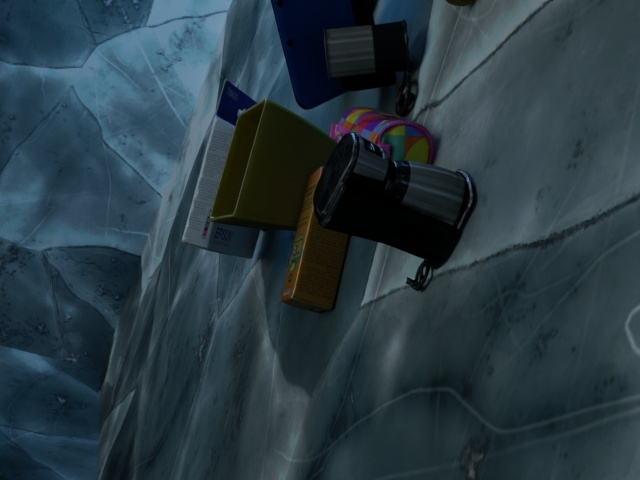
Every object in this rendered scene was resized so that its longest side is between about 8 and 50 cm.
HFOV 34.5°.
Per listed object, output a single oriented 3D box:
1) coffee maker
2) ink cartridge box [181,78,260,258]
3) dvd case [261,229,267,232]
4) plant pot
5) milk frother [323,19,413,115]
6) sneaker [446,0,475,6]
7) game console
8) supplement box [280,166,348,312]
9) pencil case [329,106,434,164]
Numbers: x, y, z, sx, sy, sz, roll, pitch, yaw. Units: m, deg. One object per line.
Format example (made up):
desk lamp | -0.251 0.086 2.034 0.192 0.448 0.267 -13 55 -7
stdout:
coffee maker | 0.084 -0.035 1.326 0.120 0.178 0.171 -154 81 -74
ink cartridge box | -0.164 -0.133 2.114 0.324 0.071 0.330 16 -90 -77
dvd case | -0.116 -0.082 2.294 0.087 0.013 0.119 -146 74 -73
plant pot | -0.066 -0.114 1.866 0.212 0.187 0.212 174 112 -73
milk frother | 0.078 -0.272 1.650 0.143 0.134 0.129 -91 -6 -52
sneaker | 0.222 -0.424 1.455 0.185 0.069 0.084 126 150 -45
game console | -0.005 -0.407 1.767 0.250 0.173 0.293 -113 9 -66
supplement box | 0.000 0.000 1.737 0.078 0.080 0.233 152 131 -70
pencil case | 0.090 -0.146 1.556 0.236 0.104 0.104 -144 71 -71
